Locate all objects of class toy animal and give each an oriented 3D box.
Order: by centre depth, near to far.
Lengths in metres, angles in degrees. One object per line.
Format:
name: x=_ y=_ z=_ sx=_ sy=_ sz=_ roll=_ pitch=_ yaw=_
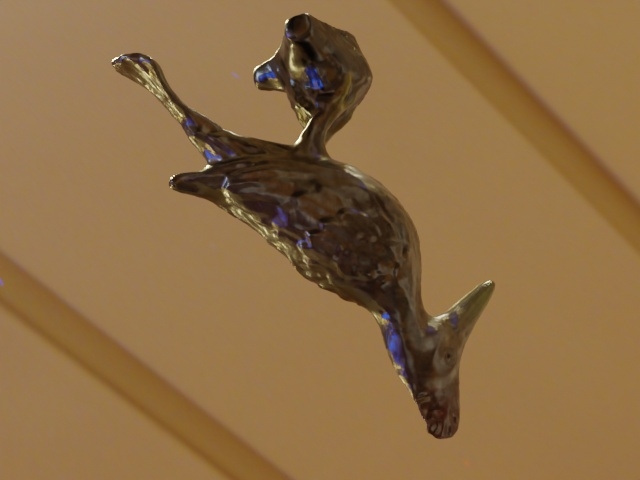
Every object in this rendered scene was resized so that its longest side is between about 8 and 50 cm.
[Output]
toy animal: x=0.005 y=-0.009 z=0.727 sx=0.105 sy=0.070 sz=0.202 roll=-30 pitch=-94 yaw=-16
